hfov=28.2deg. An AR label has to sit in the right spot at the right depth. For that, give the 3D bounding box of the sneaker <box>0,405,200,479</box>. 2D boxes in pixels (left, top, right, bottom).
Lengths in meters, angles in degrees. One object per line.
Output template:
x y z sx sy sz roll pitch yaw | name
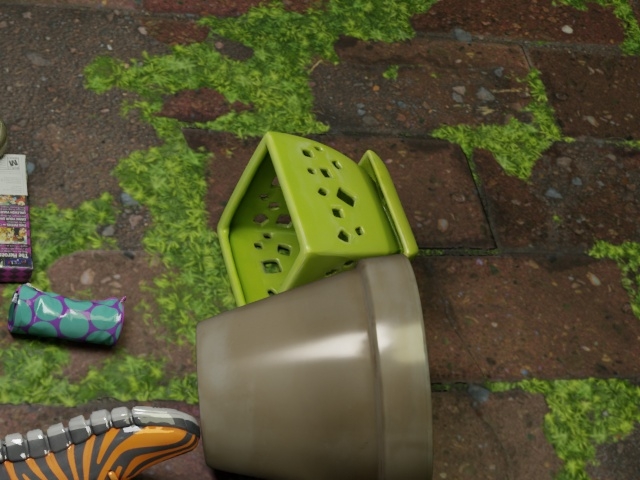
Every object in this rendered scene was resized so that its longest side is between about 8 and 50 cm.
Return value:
-0.290 0.312 1.515 0.321 0.124 0.180 -14 63 5 | sneaker

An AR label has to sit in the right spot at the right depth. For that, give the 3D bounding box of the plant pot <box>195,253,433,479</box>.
-0.014 0.190 1.644 0.280 0.323 0.323 -5 53 -3 | plant pot

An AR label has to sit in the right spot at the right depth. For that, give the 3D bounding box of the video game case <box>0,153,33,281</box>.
-0.525 -0.036 1.781 0.232 0.042 0.210 1 52 -19 | video game case

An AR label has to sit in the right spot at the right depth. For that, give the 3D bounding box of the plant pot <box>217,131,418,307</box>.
0.000 0.000 1.833 0.207 0.227 0.228 1 51 -28 | plant pot

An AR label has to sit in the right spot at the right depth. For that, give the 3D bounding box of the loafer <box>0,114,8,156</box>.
-0.545 -0.121 1.751 0.102 0.092 0.268 39 50 14 | loafer

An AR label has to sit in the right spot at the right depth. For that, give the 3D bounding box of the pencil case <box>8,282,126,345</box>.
-0.343 0.100 1.722 0.151 0.064 0.070 10 75 -13 | pencil case
